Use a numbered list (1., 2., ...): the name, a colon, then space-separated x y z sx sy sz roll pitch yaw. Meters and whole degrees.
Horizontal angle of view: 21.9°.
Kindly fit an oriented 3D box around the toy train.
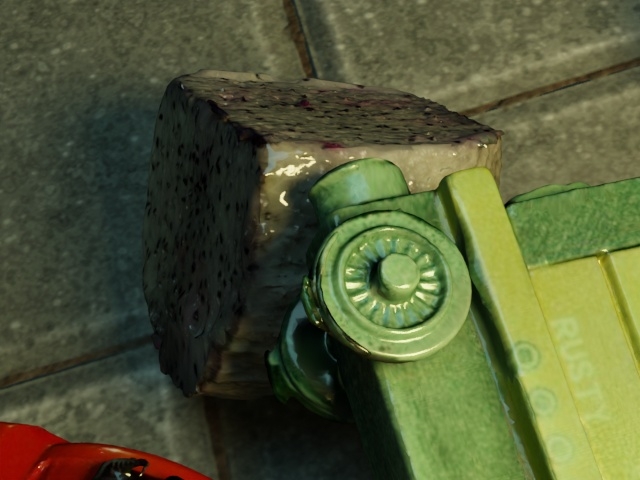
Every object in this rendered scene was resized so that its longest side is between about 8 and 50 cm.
1. toy train: 0.126 0.126 0.948 0.253 0.160 0.397 -12 70 -17

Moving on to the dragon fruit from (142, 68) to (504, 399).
1. dragon fruit: 0.000 0.000 1.181 0.221 0.204 0.283 -1 17 -22

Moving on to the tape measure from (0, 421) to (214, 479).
1. tape measure: -0.122 0.220 0.963 0.260 0.253 0.114 3 45 26
